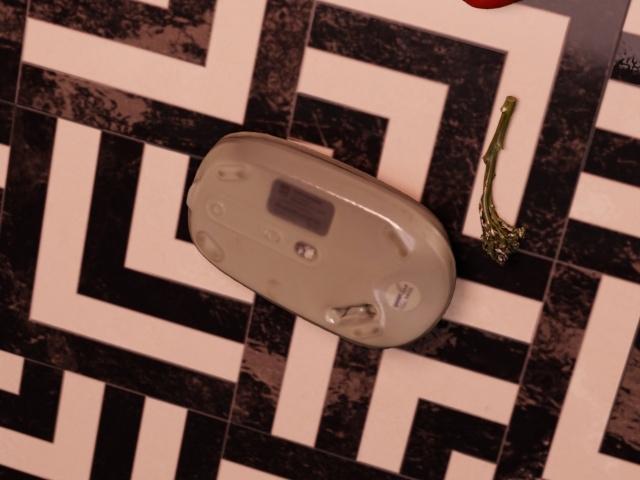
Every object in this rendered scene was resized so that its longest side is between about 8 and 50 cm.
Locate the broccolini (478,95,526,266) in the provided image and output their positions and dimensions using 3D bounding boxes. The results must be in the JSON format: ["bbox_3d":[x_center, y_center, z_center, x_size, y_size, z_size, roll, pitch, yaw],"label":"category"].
[{"bbox_3d":[0.195,-0.067,1.862,0.052,0.054,0.194,9,113,32],"label":"broccolini"}]

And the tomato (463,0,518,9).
[{"bbox_3d":[0.185,-0.320,1.726,0.166,0.082,0.174,-14,115,28],"label":"tomato"}]

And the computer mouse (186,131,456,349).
[{"bbox_3d":[0.002,-0.002,1.913,0.331,0.095,0.197,28,115,13],"label":"computer mouse"}]
